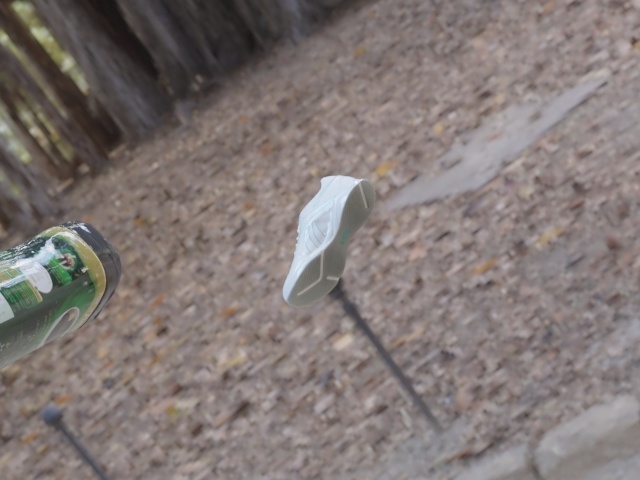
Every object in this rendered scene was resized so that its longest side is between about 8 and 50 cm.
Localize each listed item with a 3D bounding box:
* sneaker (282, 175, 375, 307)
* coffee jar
[{"bbox_3d":[0.000,0.000,1.278,0.061,0.054,0.152,21,79,43],"label":"sneaker"},{"bbox_3d":[-0.243,0.049,0.971,0.096,0.079,0.184,-50,-11,32],"label":"coffee jar"}]
